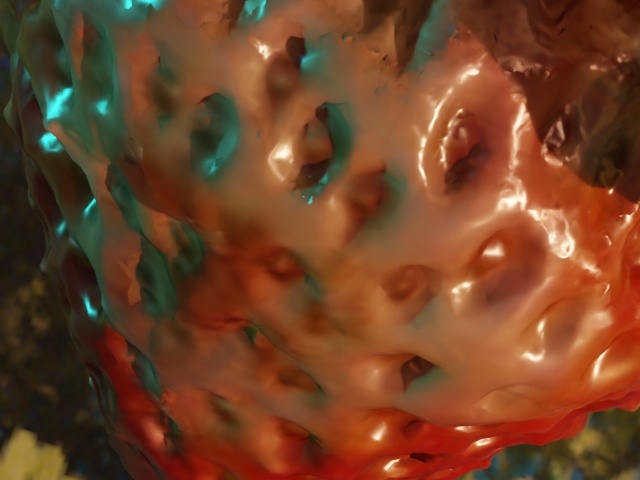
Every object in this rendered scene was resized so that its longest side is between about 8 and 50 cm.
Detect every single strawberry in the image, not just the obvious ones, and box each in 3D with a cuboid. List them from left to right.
[{"bbox_3d":[0.000,0.000,0.623,0.265,0.336,0.149,24,-134,1],"label":"strawberry"}]
